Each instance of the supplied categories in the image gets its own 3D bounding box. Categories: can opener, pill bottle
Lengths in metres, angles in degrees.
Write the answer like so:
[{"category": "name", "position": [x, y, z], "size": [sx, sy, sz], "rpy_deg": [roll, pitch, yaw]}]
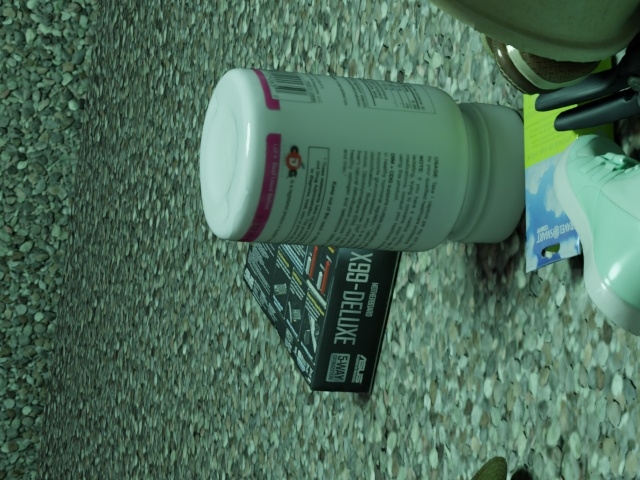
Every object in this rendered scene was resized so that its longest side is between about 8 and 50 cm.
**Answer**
[{"category": "can opener", "position": [0.241, -0.121, 1.570], "size": [0.073, 0.059, 0.186], "rpy_deg": [-48, 11, -31]}, {"category": "pill bottle", "position": [0.042, -0.071, 1.827], "size": [0.160, 0.283, 0.160], "rpy_deg": [-176, 90, -71]}]

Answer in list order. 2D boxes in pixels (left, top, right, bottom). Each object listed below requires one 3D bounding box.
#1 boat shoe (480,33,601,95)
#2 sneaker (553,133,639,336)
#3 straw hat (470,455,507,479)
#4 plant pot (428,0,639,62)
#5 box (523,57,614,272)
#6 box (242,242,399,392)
[{"category": "boat shoe", "position": [0.177, -0.172, 1.588], "size": [0.095, 0.095, 0.257], "rpy_deg": [-39, 9, 32]}, {"category": "sneaker", "position": [0.267, -0.045, 1.510], "size": [0.151, 0.094, 0.256], "rpy_deg": [-51, 20, 23]}, {"category": "straw hat", "position": [0.158, 0.273, 1.764], "size": [0.061, 0.144, 0.144], "rpy_deg": [26, 119, 25]}, {"category": "plant pot", "position": [0.191, -0.358, 1.444], "size": [0.305, 0.334, 0.333], "rpy_deg": [-52, 37, 35]}, {"category": "box", "position": [0.216, -0.066, 1.694], "size": [0.109, 0.042, 0.178], "rpy_deg": [152, 120, -68]}, {"category": "box", "position": [0.000, 0.000, 2.248], "size": [0.307, 0.077, 0.242], "rpy_deg": [-127, 44, -62]}]
